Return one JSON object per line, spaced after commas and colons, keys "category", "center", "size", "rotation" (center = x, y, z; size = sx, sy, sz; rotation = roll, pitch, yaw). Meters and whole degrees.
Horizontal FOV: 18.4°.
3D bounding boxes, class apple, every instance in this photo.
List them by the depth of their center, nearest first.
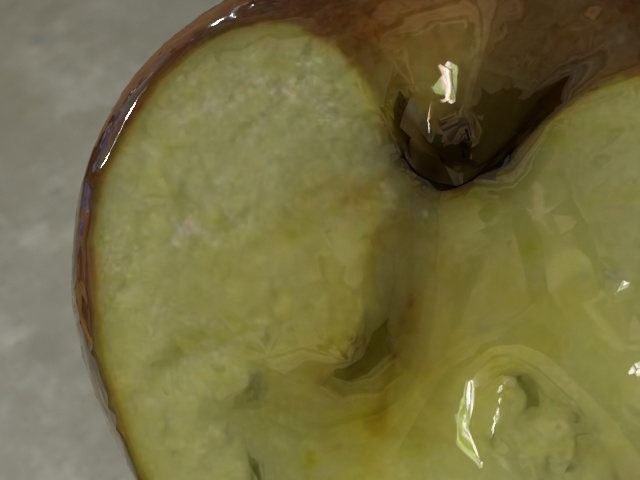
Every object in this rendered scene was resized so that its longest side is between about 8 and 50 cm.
{"category": "apple", "center": [0.034, 0.009, 0.505], "size": [0.195, 0.173, 0.160], "rotation": [5, 17, 12]}
